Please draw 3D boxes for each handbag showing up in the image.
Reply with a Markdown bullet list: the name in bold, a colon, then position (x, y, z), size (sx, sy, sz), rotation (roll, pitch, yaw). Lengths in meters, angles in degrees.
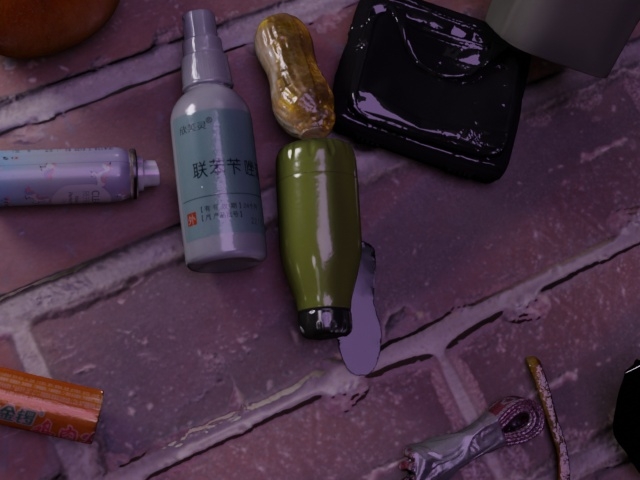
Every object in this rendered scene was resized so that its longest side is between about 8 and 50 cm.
- **handbag**: position (0.162, -0.226, 1.620), size (0.275, 0.088, 0.244), rotation (17, 70, -6)

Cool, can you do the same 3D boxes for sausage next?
- **sausage**: position (-0.390, 0.195, 1.412), size (0.234, 0.071, 0.071), rotation (14, 75, -8)

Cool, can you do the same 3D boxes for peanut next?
- **peanut**: position (-0.036, -0.223, 1.562), size (0.087, 0.087, 0.206), rotation (-13, 65, -14)

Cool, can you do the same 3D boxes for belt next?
- **belt**: position (0.194, 0.275, 1.520), size (0.232, 0.053, 0.071), rotation (-27, 91, -16)

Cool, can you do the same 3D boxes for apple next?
- **apple**: position (-0.378, -0.348, 1.491), size (0.210, 0.173, 0.235), rotation (45, 74, 2)

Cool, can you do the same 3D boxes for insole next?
- **insole**: position (0.053, 0.092, 1.559), size (0.064, 0.004, 0.188), rotation (4, 76, -11)

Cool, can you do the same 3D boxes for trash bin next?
- **trash bin**: position (0.356, -0.376, 1.553), size (0.219, 0.220, 0.250), rotation (17, 112, -15)

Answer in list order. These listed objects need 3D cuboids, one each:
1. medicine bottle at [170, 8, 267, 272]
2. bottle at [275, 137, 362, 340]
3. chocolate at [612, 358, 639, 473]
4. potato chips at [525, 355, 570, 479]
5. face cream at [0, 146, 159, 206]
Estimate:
- **medicine bottle**: position (-0.144, -0.137, 1.519), size (0.110, 0.110, 0.351), rotation (-5, 78, -12)
- **bottle**: position (0.000, 0.000, 1.515), size (0.112, 0.112, 0.260), rotation (-1, 77, -12)
- **chocolate**: position (0.520, 0.217, 1.575), size (0.224, 0.206, 0.177), rotation (54, 29, -6)
- **potato chips**: position (0.316, 0.258, 1.563), size (0.037, 0.026, 0.204), rotation (-9, 79, 0)
- **face cream**: position (-0.327, -0.084, 1.489), size (0.229, 0.075, 0.075), rotation (-3, 78, -11)
